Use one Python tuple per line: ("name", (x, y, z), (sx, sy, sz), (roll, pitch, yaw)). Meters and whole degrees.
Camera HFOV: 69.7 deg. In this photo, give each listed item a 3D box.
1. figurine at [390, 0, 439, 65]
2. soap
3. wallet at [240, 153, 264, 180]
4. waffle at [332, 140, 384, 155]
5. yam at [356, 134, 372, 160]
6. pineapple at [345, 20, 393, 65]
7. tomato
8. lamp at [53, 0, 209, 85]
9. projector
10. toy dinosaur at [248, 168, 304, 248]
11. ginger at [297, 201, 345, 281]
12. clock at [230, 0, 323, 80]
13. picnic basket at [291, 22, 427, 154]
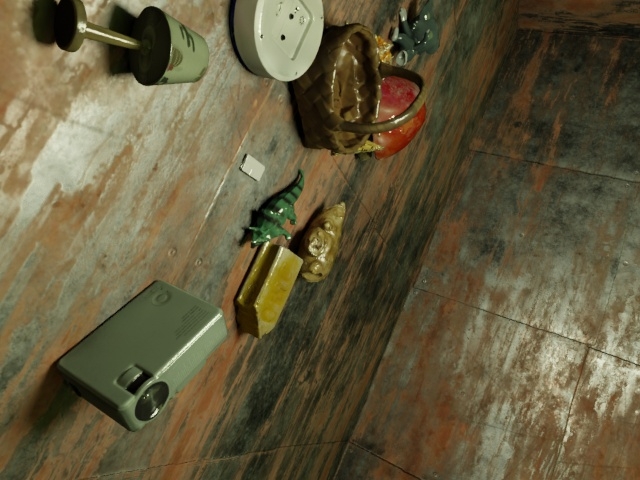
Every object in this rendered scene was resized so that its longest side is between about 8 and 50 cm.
("figurine", (0.329, -0.711, 1.593), (0.193, 0.140, 0.265), (67, 31, -31))
("soap", (-0.152, 0.143, 1.297), (0.257, 0.080, 0.160), (-67, 153, -9))
("wallet", (-0.166, -0.179, 1.130), (0.083, 0.011, 0.044), (30, 80, -64))
("waffle", (0.123, -0.288, 1.475), (0.023, 0.153, 0.097), (143, -31, -76))
("yam", (0.141, -0.382, 1.533), (0.061, 0.061, 0.252), (-52, 149, -33))
("pineapple", (0.156, -0.548, 1.364), (0.233, 0.135, 0.079), (26, 83, -62))
("tomato", (0.273, -0.424, 1.569), (0.309, 0.170, 0.308), (2, 90, -76))
("lamp", (-0.281, -0.304, 0.709), (0.215, 0.121, 0.121), (-5, 112, -52))
("projector", (-0.327, 0.212, 0.882), (0.256, 0.192, 0.099), (-47, 144, -40))
("toy dinosaur", (-0.103, -0.075, 1.254), (0.292, 0.079, 0.119), (-49, 148, -43))
("ginger", (0.000, 0.000, 1.447), (0.219, 0.123, 0.269), (20, 83, -83))
("clock", (-0.087, -0.469, 0.994), (0.230, 0.083, 0.230), (-34, 135, -42))
("picnic basket", (0.119, -0.379, 1.204), (0.293, 0.338, 0.337), (-54, 149, -30))
